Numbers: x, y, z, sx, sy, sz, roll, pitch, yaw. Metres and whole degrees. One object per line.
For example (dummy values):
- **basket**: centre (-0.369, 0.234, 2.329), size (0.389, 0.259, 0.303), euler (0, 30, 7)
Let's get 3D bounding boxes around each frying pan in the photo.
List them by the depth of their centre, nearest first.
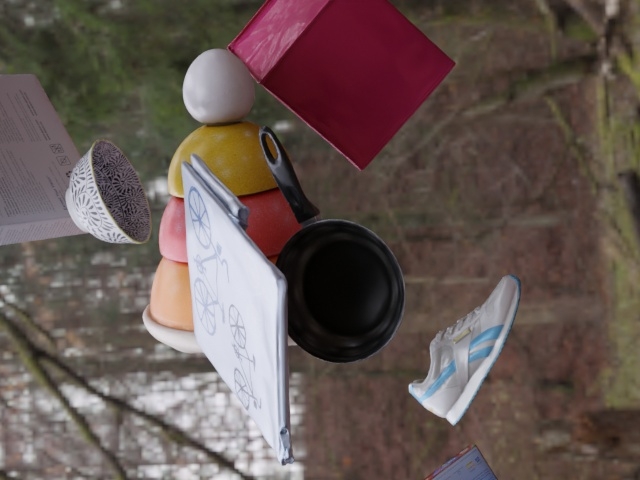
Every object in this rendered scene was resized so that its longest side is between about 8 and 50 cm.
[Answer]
- **frying pan**: centre (-0.016, 0.023, 1.613), size (0.326, 0.197, 0.053), euler (46, -157, 14)

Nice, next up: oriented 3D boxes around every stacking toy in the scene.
- **stacking toy**: centre (-0.137, -0.077, 1.954), size (0.350, 0.350, 0.480), euler (-48, -44, -71)

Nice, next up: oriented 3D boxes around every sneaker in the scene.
- **sneaker**: centre (0.210, 0.144, 1.671), size (0.229, 0.092, 0.087), euler (-61, -10, 5)

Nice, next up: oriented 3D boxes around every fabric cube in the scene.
- **fabric cube**: centre (0.030, -0.328, 2.094), size (0.258, 0.254, 0.259), euler (36, -171, -27)

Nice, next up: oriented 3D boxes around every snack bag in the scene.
- **snack bag**: centre (-0.111, 0.090, 1.626), size (0.342, 0.037, 0.323), euler (47, 144, 50)

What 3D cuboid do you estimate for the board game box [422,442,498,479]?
- **board game box**: centre (0.225, 0.533, 2.281), size (0.145, 0.281, 0.027), euler (57, 166, -5)

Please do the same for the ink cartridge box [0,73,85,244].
- **ink cartridge box**: centre (-0.549, -0.133, 1.898), size (0.330, 0.071, 0.324), euler (-9, -124, -40)

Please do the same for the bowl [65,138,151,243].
- **bowl**: centre (-0.332, -0.061, 1.784), size (0.170, 0.080, 0.170), euler (-21, -90, -77)
